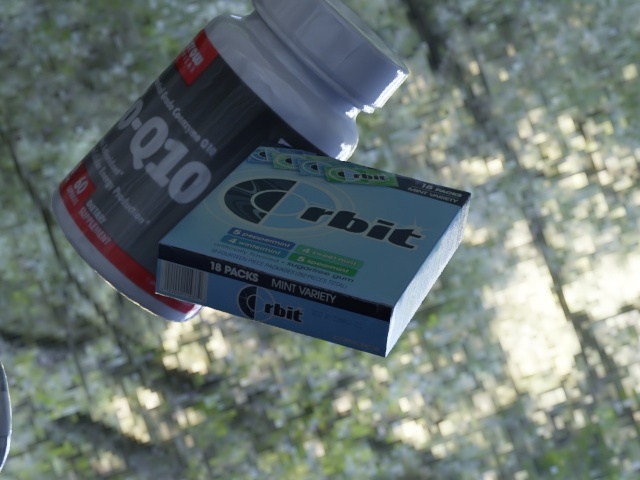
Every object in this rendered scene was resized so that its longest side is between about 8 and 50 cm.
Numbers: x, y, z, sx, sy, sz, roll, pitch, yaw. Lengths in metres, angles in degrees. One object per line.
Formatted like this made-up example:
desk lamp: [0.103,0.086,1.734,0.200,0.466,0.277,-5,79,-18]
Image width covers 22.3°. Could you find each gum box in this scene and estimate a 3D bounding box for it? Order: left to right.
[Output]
gum box: [0.000,0.000,1.076,0.157,0.041,0.184,15,-151,14]

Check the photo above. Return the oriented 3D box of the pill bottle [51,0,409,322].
pill bottle: [-0.073,-0.083,1.338,0.283,0.161,0.161,-46,172,11]

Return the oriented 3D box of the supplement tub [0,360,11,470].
supplement tub: [-0.544,0.212,1.919,0.316,0.193,0.193,0,167,-36]
